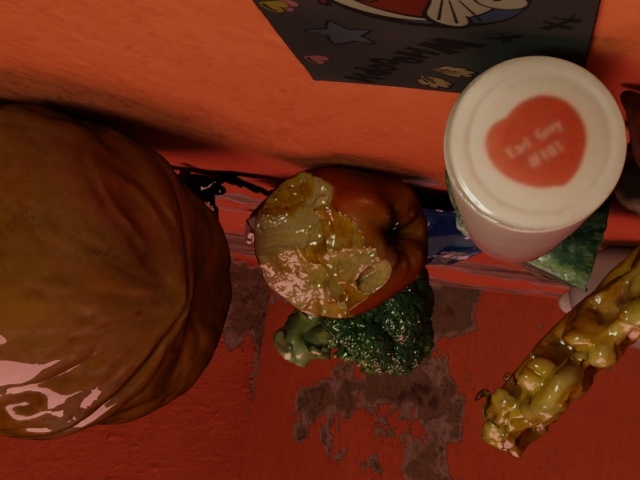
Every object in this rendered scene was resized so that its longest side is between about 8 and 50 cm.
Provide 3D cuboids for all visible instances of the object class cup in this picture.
[{"bbox_3d":[0.415,0.059,1.217,0.134,0.173,0.142,46,160,-24],"label":"cup"}]

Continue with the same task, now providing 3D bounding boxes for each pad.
[{"bbox_3d":[0.050,-0.106,0.446,0.170,0.006,0.245,7,175,13],"label":"pad"}]

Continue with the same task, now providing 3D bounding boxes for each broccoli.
[{"bbox_3d":[0.043,0.097,1.377,0.270,0.270,0.270,-38,152,23],"label":"broccoli"}]

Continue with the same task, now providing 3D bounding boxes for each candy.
[{"bbox_3d":[0.120,-0.007,1.130,0.187,0.077,0.331,3,173,-14],"label":"candy"}]

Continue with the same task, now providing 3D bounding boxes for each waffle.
[{"bbox_3d":[0.256,0.075,0.805,0.068,0.302,0.325,48,-178,17],"label":"waffle"}]

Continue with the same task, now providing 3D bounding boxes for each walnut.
[{"bbox_3d":[-0.276,0.030,0.872,0.397,0.308,0.354,8,177,38],"label":"walnut"}]

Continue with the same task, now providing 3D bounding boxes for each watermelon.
[{"bbox_3d":[0.205,-0.007,0.894,0.154,0.094,0.241,15,177,21],"label":"watermelon"}]

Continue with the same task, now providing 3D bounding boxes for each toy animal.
[{"bbox_3d":[-0.152,-0.064,1.130,0.220,0.062,0.108,8,156,21],"label":"toy animal"}]

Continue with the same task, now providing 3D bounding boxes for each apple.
[{"bbox_3d":[0.029,0.000,0.920,0.158,0.156,0.147,-5,-174,30],"label":"apple"}]

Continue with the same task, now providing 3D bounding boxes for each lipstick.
[{"bbox_3d":[0.131,-0.035,0.588,0.087,0.087,0.327,8,178,11],"label":"lipstick"}]

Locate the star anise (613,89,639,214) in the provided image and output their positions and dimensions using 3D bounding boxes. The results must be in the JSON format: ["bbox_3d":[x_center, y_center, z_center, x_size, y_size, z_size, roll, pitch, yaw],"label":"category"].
[{"bbox_3d":[0.285,-0.026,0.523,0.262,0.081,0.230,12,165,-8],"label":"star anise"}]

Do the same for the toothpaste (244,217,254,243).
[{"bbox_3d":[0.025,-0.004,1.561,0.314,0.056,0.058,7,-143,-16],"label":"toothpaste"}]

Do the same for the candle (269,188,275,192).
[{"bbox_3d":[-0.046,-0.051,1.243,0.026,0.021,0.167,-18,171,5],"label":"candle"}]

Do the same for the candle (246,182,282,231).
[{"bbox_3d":[0.000,0.000,1.088,0.192,0.068,0.168,37,164,9],"label":"candle"}]
